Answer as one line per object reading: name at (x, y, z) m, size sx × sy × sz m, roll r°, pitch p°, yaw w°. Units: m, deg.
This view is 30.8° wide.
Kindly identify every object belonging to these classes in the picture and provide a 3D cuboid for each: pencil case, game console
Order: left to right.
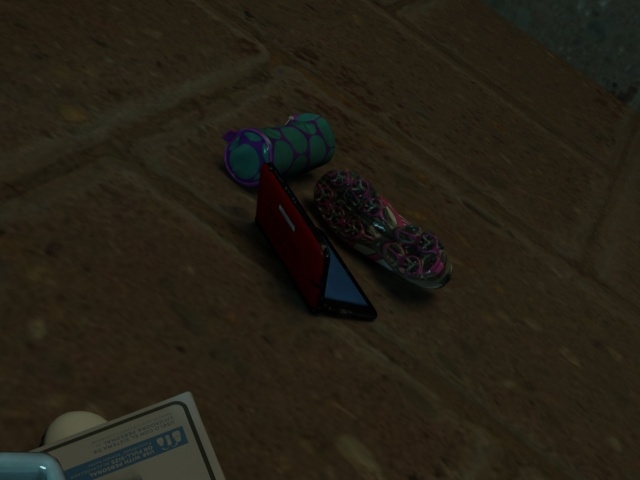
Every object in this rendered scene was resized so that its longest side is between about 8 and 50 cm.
pencil case at (-0.045, -0.104, 1.304) m, size 0.070 × 0.064 × 0.151 m, roll 55°, pitch 29°, yaw 7°
game console at (0.000, 0.000, 1.165) m, size 0.085 × 0.124 × 0.144 m, roll -15°, pitch 48°, yaw -23°

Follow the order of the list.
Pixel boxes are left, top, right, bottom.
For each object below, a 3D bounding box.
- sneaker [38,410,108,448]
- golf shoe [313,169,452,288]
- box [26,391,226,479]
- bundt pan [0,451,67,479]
sneaker at (-0.098, 0.190, 0.733) m, size 0.085 × 0.086 × 0.237 m, roll -3°, pitch 43°, yaw -48°
golf shoe at (0.066, -0.006, 1.283) m, size 0.186 × 0.067 × 0.086 m, roll 41°, pitch -5°, yaw 24°
box at (-0.089, 0.232, 0.578) m, size 0.169 × 0.087 × 0.290 m, roll -19°, pitch 47°, yaw -10°
bundt pan at (-0.199, 0.227, 0.422) m, size 0.331 × 0.124 × 0.331 m, roll 5°, pitch 48°, yaw -6°
